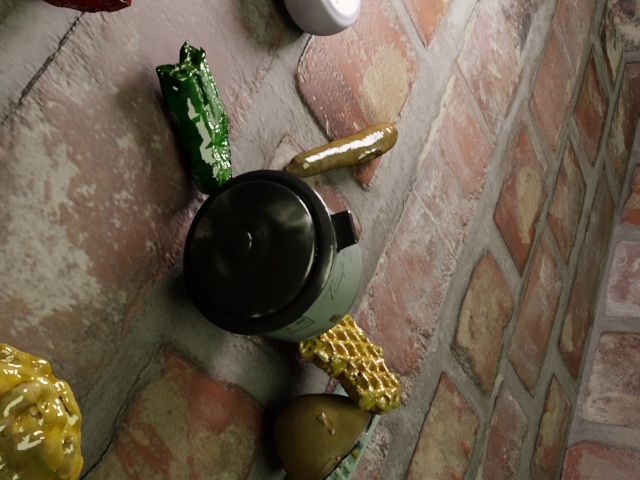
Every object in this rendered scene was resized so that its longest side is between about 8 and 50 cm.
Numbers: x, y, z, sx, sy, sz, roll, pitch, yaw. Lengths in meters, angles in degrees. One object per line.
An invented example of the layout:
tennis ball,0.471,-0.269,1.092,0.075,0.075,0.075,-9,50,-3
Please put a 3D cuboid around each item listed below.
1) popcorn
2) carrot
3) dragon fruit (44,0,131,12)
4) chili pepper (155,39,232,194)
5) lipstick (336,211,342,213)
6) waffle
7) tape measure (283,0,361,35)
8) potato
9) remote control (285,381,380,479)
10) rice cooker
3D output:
popcorn,-0.370,0.211,0.727,0.250,0.190,0.250,-25,123,-45
carrot,0.049,-0.169,1.367,0.342,0.070,0.070,-27,113,-47
dragon fruit,-0.314,-0.342,0.862,0.162,0.083,0.106,16,58,-41
chili pepper,-0.182,-0.181,1.055,0.098,0.061,0.225,-35,118,-42
lipstick,0.000,0.000,1.340,0.176,0.027,0.027,-51,130,-41
waffle,0.034,0.192,1.238,0.253,0.056,0.249,36,16,-22
tape measure,-0.010,-0.454,1.246,0.196,0.105,0.179,40,53,-49
potato,-0.016,0.321,1.224,0.117,0.202,0.182,44,58,-6
remote control,0.029,0.407,1.380,0.344,0.050,0.145,-59,135,-34
rice cooker,-0.069,0.028,1.055,0.227,0.280,0.241,31,45,-64
